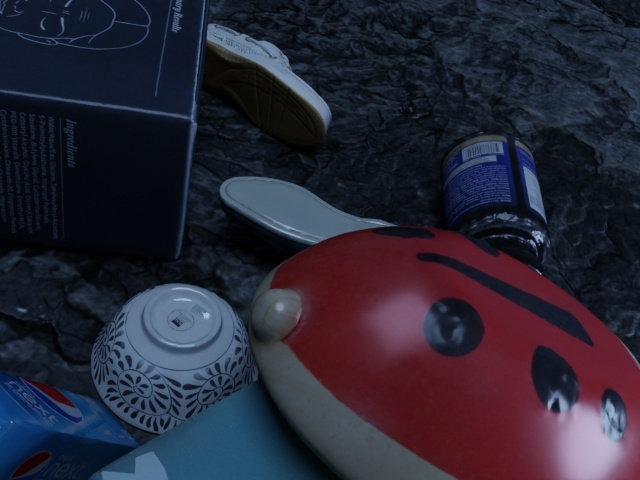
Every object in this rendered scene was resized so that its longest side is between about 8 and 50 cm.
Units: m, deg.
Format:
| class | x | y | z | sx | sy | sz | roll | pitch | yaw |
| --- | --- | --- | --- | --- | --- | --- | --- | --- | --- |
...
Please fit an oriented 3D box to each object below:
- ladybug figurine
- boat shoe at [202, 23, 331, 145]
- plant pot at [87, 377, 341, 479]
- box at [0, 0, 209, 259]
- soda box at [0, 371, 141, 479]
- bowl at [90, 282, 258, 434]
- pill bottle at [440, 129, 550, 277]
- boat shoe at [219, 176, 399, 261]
| class | x | y | z | sx | sy | sz | roll | pitch | yaw |
| --- | --- | --- | --- | --- | --- | --- | --- | --- | --- |
| ladybug figurine | 0.137 | 0.114 | 0.695 | 0.449 | 0.162 | 0.305 | 23 | 30 | -38 |
| boat shoe | -0.081 | -0.231 | 1.113 | 0.277 | 0.098 | 0.096 | 36 | 49 | 20 |
| plant pot | -0.048 | 0.263 | 0.617 | 0.165 | 0.165 | 0.234 | -26 | 64 | -34 |
| box | -0.334 | -0.172 | 0.903 | 0.395 | 0.212 | 0.294 | 7 | 46 | -9 |
| soda box | -0.223 | 0.156 | 0.625 | 0.067 | 0.210 | 0.071 | 40 | 83 | 21 |
| bowl | -0.139 | 0.098 | 0.797 | 0.170 | 0.080 | 0.170 | 8 | 47 | -9 |
| pill bottle | 0.212 | -0.024 | 0.986 | 0.122 | 0.123 | 0.219 | 11 | 46 | -6 |
| boat shoe | 0.000 | 0.000 | 0.932 | 0.254 | 0.079 | 0.095 | 18 | 43 | -3 |
